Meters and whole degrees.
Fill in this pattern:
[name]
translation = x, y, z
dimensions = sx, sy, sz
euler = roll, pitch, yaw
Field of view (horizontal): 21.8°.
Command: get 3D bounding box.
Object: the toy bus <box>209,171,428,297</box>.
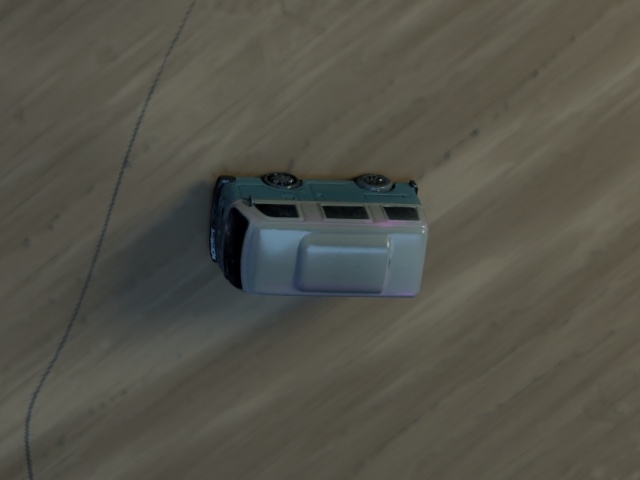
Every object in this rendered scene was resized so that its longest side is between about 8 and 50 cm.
[toy bus]
translation = 0.000, 0.000, 0.973
dimensions = 0.123, 0.075, 0.060
euler = 1, 115, -12
